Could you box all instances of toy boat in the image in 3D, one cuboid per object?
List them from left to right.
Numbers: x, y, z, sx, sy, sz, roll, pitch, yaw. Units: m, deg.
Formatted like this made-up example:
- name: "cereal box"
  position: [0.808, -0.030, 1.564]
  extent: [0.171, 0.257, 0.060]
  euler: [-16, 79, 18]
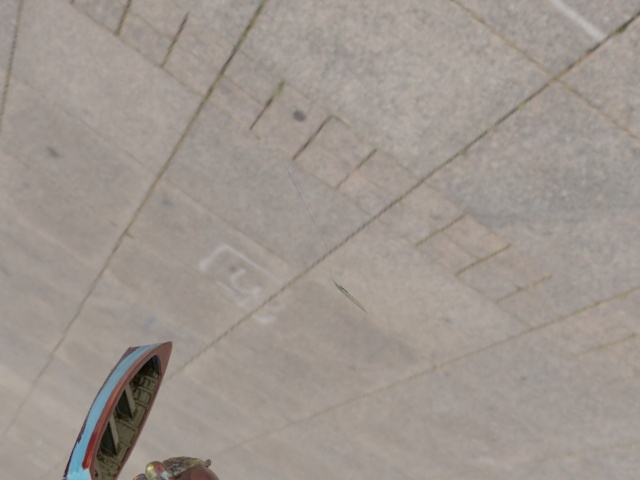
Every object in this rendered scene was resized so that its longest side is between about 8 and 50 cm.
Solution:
- name: "toy boat"
  position: [-0.348, 0.294, 1.639]
  extent: [0.079, 0.392, 0.136]
  euler: [0, 120, 9]

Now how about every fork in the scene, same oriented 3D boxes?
- name: "fork"
  position: [-0.002, 0.001, 1.256]
  extent: [0.235, 0.021, 0.039]
  euler: [60, 178, -14]

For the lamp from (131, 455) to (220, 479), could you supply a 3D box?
- name: "lamp"
  position: [-0.207, 0.400, 1.313]
  extent: [0.215, 0.151, 0.223]
  euler: [4, 104, 58]
